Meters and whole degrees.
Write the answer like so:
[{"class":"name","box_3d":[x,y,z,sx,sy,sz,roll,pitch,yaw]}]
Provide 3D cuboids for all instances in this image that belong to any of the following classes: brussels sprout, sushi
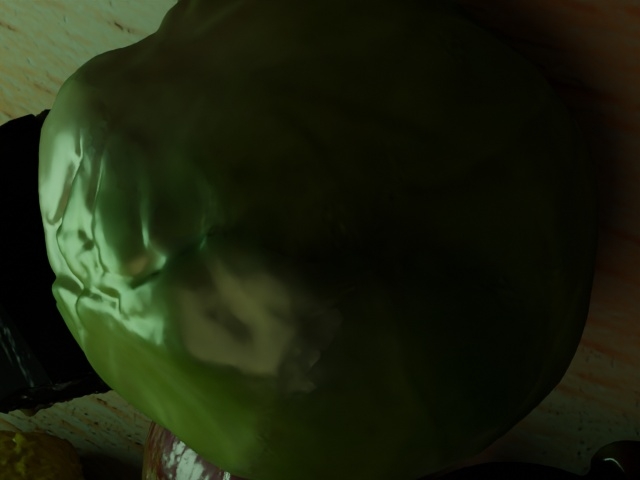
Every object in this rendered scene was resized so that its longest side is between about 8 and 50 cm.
[{"class":"brussels sprout","box_3d":[0.000,0.000,1.116,0.344,0.344,0.268,29,161,19]},{"class":"sushi","box_3d":[-0.169,0.027,1.294,0.215,0.227,0.212,57,143,-1]}]

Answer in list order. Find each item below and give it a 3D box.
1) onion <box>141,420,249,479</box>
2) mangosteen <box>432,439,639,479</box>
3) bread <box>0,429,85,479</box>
[{"class":"onion","box_3d":[-0.057,0.207,1.335,0.230,0.163,0.230,42,160,18]},{"class":"mangosteen","box_3d":[0.155,0.273,1.173,0.297,0.297,0.293,45,137,4]},{"class":"bread","box_3d":[-0.272,0.315,1.498,0.358,0.204,0.336,-153,66,-74]}]
